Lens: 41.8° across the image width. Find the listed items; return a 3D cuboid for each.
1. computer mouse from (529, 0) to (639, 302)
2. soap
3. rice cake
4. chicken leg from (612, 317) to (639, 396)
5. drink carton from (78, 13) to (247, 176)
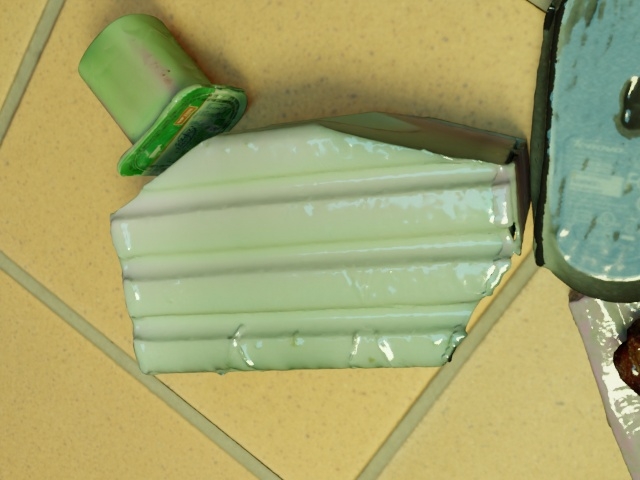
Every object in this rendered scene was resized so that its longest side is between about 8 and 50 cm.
[{"bbox_3d":[0.300,-0.129,0.794,0.203,0.114,0.374,14,101,20],"label":"computer mouse"},{"bbox_3d":[0.000,0.000,0.909,0.446,0.156,0.261,-5,99,22],"label":"soap"},{"bbox_3d":[0.351,0.171,0.873,0.106,0.050,0.298,-21,94,22],"label":"rice cake"},{"bbox_3d":[0.446,0.127,0.789,0.322,0.083,0.177,-6,103,8],"label":"chicken leg"},{"bbox_3d":[-0.187,-0.171,0.959,0.146,0.144,0.142,-45,75,22],"label":"drink carton"}]
